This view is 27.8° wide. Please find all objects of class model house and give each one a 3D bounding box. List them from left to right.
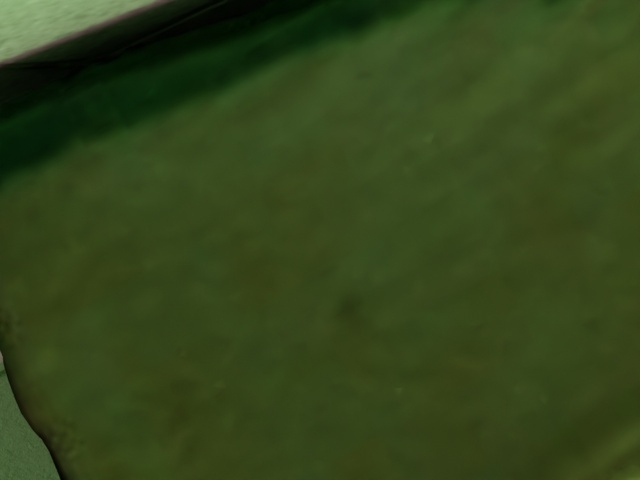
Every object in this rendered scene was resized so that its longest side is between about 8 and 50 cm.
[{"bbox_3d":[0.042,0.013,0.733,0.382,0.334,0.342,-26,-173,5],"label":"model house"}]
